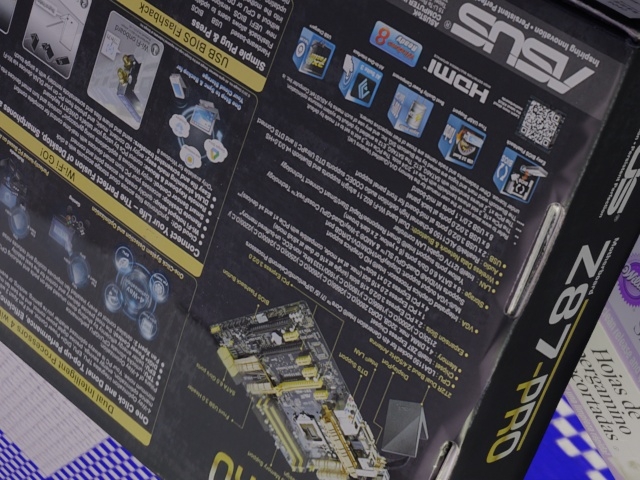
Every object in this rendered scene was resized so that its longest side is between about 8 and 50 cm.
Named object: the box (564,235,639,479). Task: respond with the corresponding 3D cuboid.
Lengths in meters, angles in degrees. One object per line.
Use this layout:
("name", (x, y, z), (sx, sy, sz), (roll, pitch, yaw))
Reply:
("box", (0.217, 0.132, 0.881), (0.063, 0.067, 0.324), (-1, 127, 52))

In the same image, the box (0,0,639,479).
("box", (-0.042, -0.042, 0.749), (0.395, 0.097, 0.318), (34, 115, 30))
